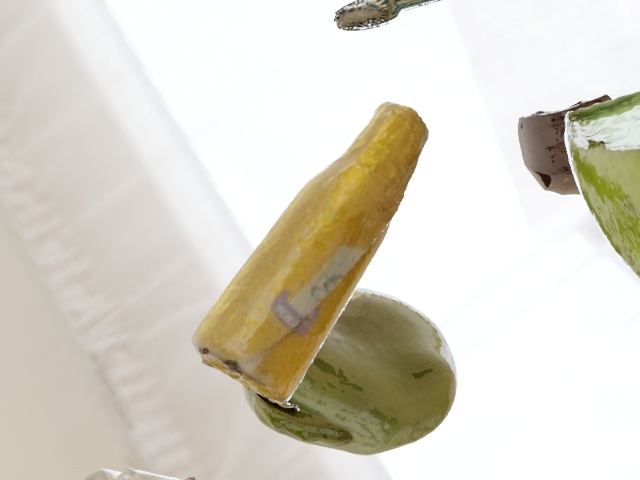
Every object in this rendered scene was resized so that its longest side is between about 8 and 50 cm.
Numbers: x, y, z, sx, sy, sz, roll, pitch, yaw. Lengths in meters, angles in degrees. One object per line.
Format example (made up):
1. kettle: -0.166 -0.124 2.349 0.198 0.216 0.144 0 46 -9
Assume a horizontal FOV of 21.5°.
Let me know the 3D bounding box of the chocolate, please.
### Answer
1. chocolate: 0.000 0.000 1.119 0.085 0.219 0.085 30 168 7

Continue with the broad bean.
1. broad bean: 0.032 0.125 1.582 0.228 0.100 0.169 -25 -106 -34

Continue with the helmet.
1. helmet: 0.219 -0.073 1.436 0.123 0.098 0.070 40 -141 -67

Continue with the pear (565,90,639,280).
1. pear: 0.283 0.010 0.888 0.239 0.288 0.139 59 -149 -21

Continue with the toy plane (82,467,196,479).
1. toy plane: -0.128 0.274 1.328 0.244 0.117 0.245 36 -160 -16

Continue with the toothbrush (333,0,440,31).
1. toothbrush: 0.141 -0.196 1.212 0.028 0.294 0.026 -35 -71 -68
